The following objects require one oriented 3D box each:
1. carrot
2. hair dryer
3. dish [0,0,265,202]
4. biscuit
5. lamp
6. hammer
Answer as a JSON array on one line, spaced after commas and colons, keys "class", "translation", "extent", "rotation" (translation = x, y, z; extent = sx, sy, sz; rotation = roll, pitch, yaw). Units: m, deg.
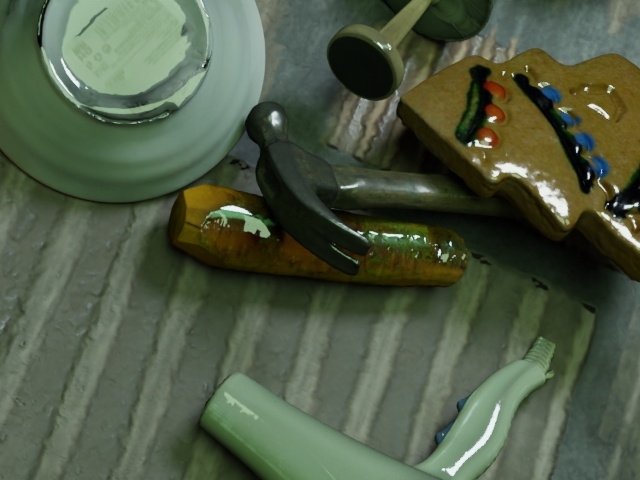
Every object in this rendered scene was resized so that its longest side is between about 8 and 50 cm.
[{"class": "carrot", "translation": [0.000, 0.000, 1.578], "extent": [0.260, 0.070, 0.070], "rotation": [7, 72, -18]}, {"class": "hair dryer", "translation": [0.047, 0.164, 1.541], "extent": [0.296, 0.119, 0.298], "rotation": [21, 52, -8]}, {"class": "dish", "translation": [-0.166, -0.164, 1.530], "extent": [0.260, 0.085, 0.260], "rotation": [1, 86, -13]}, {"class": "biscuit", "translation": [0.211, -0.085, 1.622], "extent": [0.301, 0.043, 0.278], "rotation": [10, 47, -19]}, {"class": "lamp", "translation": [0.091, -0.218, 1.640], "extent": [0.121, 0.121, 0.215], "rotation": [43, 54, -2]}, {"class": "hammer", "translation": [0.151, -0.044, 1.618], "extent": [0.440, 0.044, 0.168], "rotation": [1, 48, -27]}]
